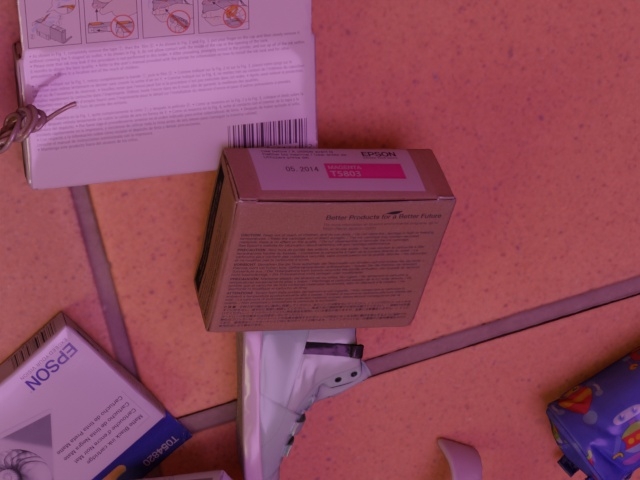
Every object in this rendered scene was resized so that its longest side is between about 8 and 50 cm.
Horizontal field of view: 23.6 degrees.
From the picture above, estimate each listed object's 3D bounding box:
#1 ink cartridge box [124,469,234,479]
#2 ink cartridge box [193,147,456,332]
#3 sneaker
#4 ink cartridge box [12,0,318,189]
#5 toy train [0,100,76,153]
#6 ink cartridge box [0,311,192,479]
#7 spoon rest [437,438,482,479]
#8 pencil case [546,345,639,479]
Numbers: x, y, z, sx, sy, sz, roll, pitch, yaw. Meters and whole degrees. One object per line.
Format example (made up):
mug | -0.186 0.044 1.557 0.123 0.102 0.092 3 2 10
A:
ink cartridge box | -0.131 0.315 1.709 0.145 0.045 0.179 -10 146 24
ink cartridge box | 0.000 0.000 1.596 0.234 0.088 0.193 0 133 -19
sneaker | -0.016 0.191 1.698 0.151 0.094 0.256 -1 110 -10
ink cartridge box | -0.152 -0.194 1.512 0.296 0.066 0.261 -7 115 -15
toy train | -0.368 -0.125 1.442 0.248 0.105 0.143 -30 105 12
ink cartridge box | -0.284 0.224 1.660 0.223 0.045 0.224 -42 118 3
spoon rest | 0.117 0.375 1.829 0.137 0.084 0.276 18 105 -23
pencil case | 0.416 0.182 1.817 0.306 0.119 0.133 -31 94 -2
